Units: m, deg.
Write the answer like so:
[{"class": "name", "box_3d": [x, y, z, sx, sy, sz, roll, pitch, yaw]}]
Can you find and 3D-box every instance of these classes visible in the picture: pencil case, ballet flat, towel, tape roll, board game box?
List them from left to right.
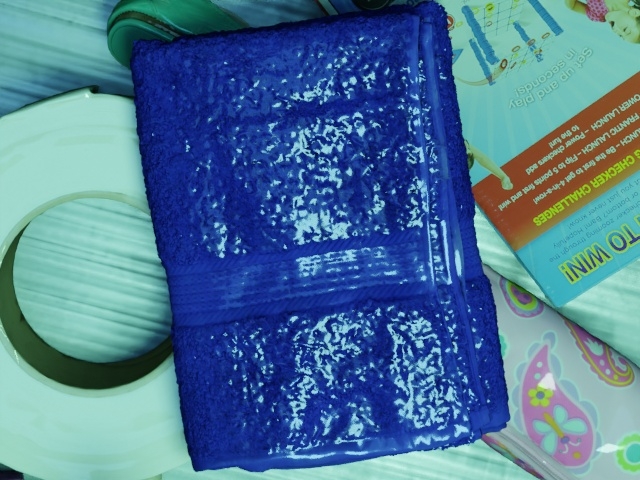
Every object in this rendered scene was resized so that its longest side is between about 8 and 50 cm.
[{"class": "tape roll", "box_3d": [-0.163, 0.031, 1.138, 0.286, 0.100, 0.286, 0, 97, -3]}, {"class": "ballet flat", "box_3d": [-0.038, -0.115, 1.136, 0.247, 0.083, 0.087, 34, 49, -6]}, {"class": "towel", "box_3d": [0.000, 0.000, 1.048, 0.227, 0.076, 0.308, -9, 93, -2]}, {"class": "pencil case", "box_3d": [0.177, 0.125, 1.164, 0.284, 0.124, 0.124, 37, 93, -7]}, {"class": "board game box", "box_3d": [0.202, -0.158, 1.080, 0.308, 0.086, 0.302, -35, 97, 27]}]

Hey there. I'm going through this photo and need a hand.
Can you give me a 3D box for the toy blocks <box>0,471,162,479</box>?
[{"class": "toy blocks", "box_3d": [-0.247, 0.310, 1.070, 0.308, 0.288, 0.260, -1, 92, -7]}]
